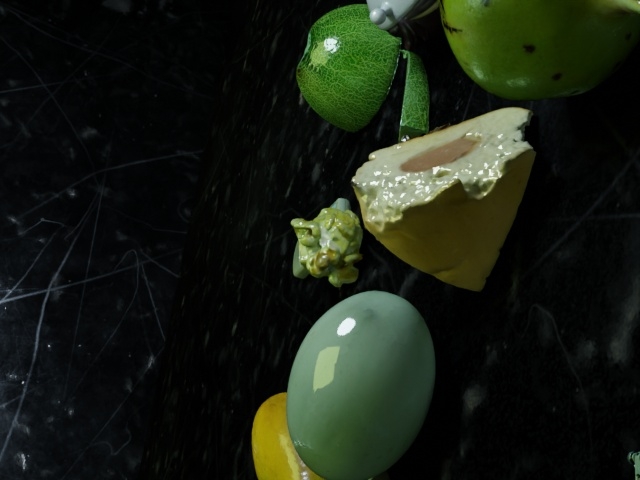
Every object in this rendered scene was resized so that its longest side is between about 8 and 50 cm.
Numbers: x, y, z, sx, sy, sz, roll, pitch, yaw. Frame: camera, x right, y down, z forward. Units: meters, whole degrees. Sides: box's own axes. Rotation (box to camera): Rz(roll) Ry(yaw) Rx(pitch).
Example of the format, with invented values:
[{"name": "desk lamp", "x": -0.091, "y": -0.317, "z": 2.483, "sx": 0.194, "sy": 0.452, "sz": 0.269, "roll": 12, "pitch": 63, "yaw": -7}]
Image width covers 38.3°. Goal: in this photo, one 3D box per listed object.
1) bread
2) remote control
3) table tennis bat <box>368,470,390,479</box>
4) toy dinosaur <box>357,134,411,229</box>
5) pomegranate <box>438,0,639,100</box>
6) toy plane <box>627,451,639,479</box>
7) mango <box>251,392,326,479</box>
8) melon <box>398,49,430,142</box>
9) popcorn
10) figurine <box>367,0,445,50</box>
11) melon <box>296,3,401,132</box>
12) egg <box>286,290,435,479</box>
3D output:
[{"name": "bread", "x": 0.155, "y": -0.085, "z": 1.250, "sx": 0.183, "sy": 0.211, "sz": 0.224, "roll": -87, "pitch": 15, "yaw": -53}, {"name": "remote control", "x": 0.000, "y": 0.000, "z": 1.921, "sx": 0.233, "sy": 0.038, "sz": 0.098, "roll": 137, "pitch": 143, "yaw": -57}, {"name": "table tennis bat", "x": 0.083, "y": 0.371, "z": 1.400, "sx": 0.087, "sy": 0.013, "sz": 0.156, "roll": 123, "pitch": 155, "yaw": -44}, {"name": "toy dinosaur", "x": 0.135, "y": -0.086, "z": 1.629, "sx": 0.187, "sy": 0.087, "sz": 0.179, "roll": -54, "pitch": -14, "yaw": 13}, {"name": "pomegranate", "x": 0.270, "y": -0.288, "z": 1.055, "sx": 0.341, "sy": 0.260, "sz": 0.260, "roll": 15, "pitch": 90, "yaw": 69}, {"name": "toy plane", "x": 0.303, "y": 0.214, "z": 0.847, "sx": 0.080, "sy": 0.033, "sz": 0.083, "roll": 127, "pitch": 154, "yaw": -73}, {"name": "mango", "x": -0.046, "y": 0.382, "z": 1.629, "sx": 0.176, "sy": 0.119, "sz": 0.317, "roll": -62, "pitch": 30, "yaw": 22}, {"name": "melon", "x": 0.165, "y": -0.265, "z": 1.674, "sx": 0.114, "sy": 0.053, "sz": 0.261, "roll": 98, "pitch": 177, "yaw": -48}, {"name": "popcorn", "x": 0.022, "y": 0.006, "z": 1.735, "sx": 0.141, "sy": 0.162, "sz": 0.135, "roll": -52, "pitch": -18, "yaw": -4}, {"name": "figurine", "x": 0.183, "y": -0.495, "z": 1.601, "sx": 0.281, "sy": 0.167, "sz": 0.370, "roll": -31, "pitch": 37, "yaw": 59}, {"name": "melon", "x": 0.054, "y": -0.353, "z": 1.846, "sx": 0.129, "sy": 0.169, "sz": 0.265, "roll": -133, "pitch": 59, "yaw": -68}, {"name": "egg", "x": 0.056, "y": 0.208, "z": 1.308, "sx": 0.282, "sy": 0.203, "sz": 0.203, "roll": -68, "pitch": 19, "yaw": 7}]
